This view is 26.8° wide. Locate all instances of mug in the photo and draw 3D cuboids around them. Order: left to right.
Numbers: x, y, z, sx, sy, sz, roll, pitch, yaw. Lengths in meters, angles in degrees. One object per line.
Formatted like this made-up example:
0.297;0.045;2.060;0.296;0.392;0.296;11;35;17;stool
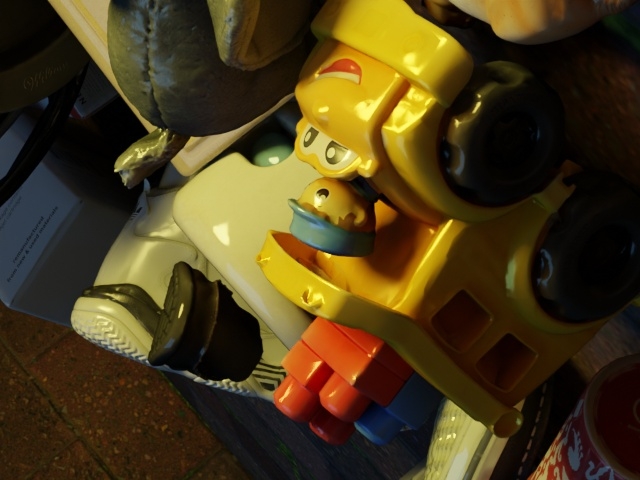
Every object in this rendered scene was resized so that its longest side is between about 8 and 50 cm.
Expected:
0.208;0.147;0.844;0.169;0.150;0.113;95;165;-56;mug

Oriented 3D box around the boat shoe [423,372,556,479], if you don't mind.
0.148;0.270;1.087;0.156;0.187;0.500;8;126;8;boat shoe

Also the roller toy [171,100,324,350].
0.000;0.000;1.005;0.209;0.146;0.191;47;176;20;roller toy

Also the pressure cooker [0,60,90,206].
-0.426;-0.192;1.219;0.420;0.375;0.370;40;140;3;pressure cooker

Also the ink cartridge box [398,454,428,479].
0.147;0.320;1.318;0.212;0.154;0.093;50;166;4;ink cartridge box

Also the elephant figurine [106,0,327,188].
-0.067;-0.167;0.705;0.239;0.169;0.186;66;-168;-71;elephant figurine

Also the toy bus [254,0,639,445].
0.043;0.007;0.710;0.220;0.211;0.149;42;179;-36;toy bus

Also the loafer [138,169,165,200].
-0.135;0.014;1.592;0.223;0.078;0.076;57;165;-21;loafer

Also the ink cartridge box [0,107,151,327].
-0.348;-0.051;1.720;0.395;0.166;0.285;41;-171;37;ink cartridge box

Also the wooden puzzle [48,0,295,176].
-0.093;-0.181;0.923;0.238;0.044;0.221;-32;97;45;wooden puzzle

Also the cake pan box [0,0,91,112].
-0.261;-0.225;1.006;0.070;0.245;0.267;33;149;42;cake pan box

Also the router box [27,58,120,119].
-0.368;-0.301;1.531;0.335;0.082;0.301;56;165;-19;router box

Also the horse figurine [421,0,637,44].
0.072;-0.149;0.585;0.263;0.066;0.174;30;152;58;horse figurine

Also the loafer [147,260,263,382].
-0.080;0.068;1.029;0.078;0.080;0.220;15;173;1;loafer

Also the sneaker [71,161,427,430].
-0.034;0.047;1.270;0.365;0.210;0.137;20;176;-19;sneaker
